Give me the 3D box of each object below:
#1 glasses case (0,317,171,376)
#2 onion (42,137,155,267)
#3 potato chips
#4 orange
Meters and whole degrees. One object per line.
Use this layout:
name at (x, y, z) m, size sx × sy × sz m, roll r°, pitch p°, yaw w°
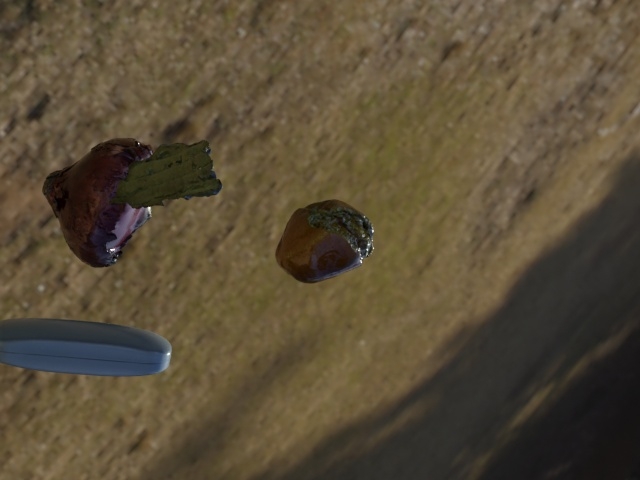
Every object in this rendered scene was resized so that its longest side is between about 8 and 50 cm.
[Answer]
glasses case at (-0.233, 0.103, 1.264) m, size 0.067 × 0.178 × 0.045 m, roll -129°, pitch -134°, yaw -73°
onion at (-0.290, -0.060, 1.727) m, size 0.184 × 0.147 × 0.184 m, roll -158°, pitch -90°, yaw -82°
potato chips at (-0.162, -0.077, 1.448) m, size 0.207 × 0.028 × 0.092 m, roll -8°, pitch -127°, yaw 50°
orange at (0.000, 0.000, 1.052) m, size 0.086 × 0.062 × 0.086 m, roll -26°, pitch -177°, yaw 1°
